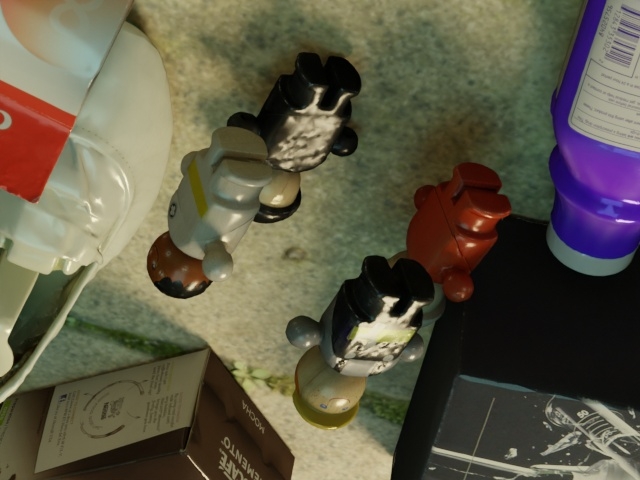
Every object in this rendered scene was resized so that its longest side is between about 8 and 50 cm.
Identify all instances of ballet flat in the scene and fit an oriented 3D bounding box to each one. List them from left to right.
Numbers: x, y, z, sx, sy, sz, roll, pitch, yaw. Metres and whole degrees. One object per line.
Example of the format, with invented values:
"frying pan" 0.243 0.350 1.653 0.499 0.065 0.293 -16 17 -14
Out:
"ballet flat" -0.215 0.004 1.205 0.139 0.139 0.400 22 134 -12

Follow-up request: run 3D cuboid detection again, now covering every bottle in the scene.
"bottle" 0.216 -0.094 1.055 0.118 0.092 0.283 13 136 3

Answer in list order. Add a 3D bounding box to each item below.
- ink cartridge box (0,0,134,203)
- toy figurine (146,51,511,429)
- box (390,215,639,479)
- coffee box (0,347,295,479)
"ink cartridge box" -0.222 -0.129 1.066 0.145 0.045 0.179 26 99 -7
"toy figurine" 0.000 0.000 1.091 0.213 0.209 0.148 37 131 4
"box" 0.228 0.177 1.265 0.313 0.179 0.343 12 135 0
"coffee box" -0.194 0.219 1.424 0.297 0.119 0.168 -16 129 24
